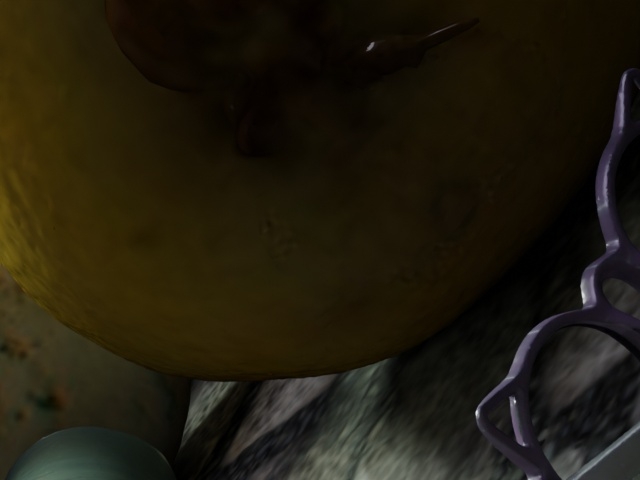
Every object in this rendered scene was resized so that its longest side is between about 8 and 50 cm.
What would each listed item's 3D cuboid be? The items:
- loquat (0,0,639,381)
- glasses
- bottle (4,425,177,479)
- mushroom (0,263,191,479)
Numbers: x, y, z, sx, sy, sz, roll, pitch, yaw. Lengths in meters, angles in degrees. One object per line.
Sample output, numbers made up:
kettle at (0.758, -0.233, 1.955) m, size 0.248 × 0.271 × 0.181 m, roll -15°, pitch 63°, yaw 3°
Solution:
loquat at (-0.020, -0.085, 0.629) m, size 0.275 × 0.275 × 0.275 m, roll -48°, pitch 13°, yaw 14°
glasses at (0.103, 0.002, 0.412) m, size 0.104 × 0.062 × 0.140 m, roll -32°, pitch 24°, yaw 54°
bottle at (-0.084, 0.145, 0.616) m, size 0.082 × 0.082 × 0.286 m, roll -49°, pitch 13°, yaw 7°
mushroom at (-0.182, 0.064, 0.862) m, size 0.243 × 0.243 × 0.243 m, roll -48°, pitch 13°, yaw 14°
